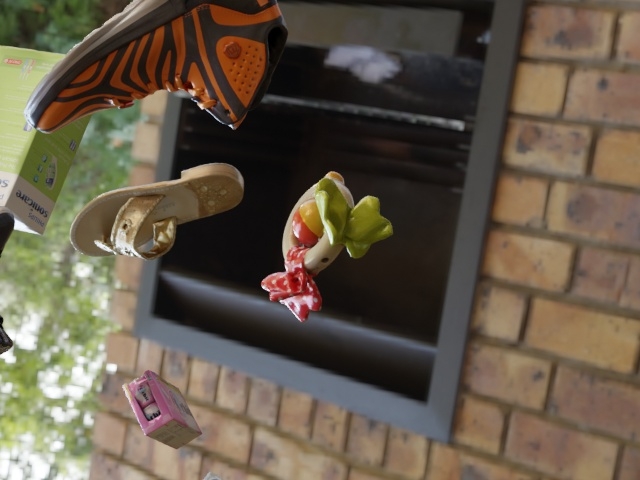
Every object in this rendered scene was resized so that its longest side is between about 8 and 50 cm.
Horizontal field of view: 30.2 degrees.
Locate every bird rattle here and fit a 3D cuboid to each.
[{"bbox_3d":[0.000,0.000,1.973,0.143,0.253,0.207,19,-145,-24],"label":"bird rattle"}]

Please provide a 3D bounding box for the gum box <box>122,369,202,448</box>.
[{"bbox_3d":[-0.297,0.318,2.220,0.062,0.107,0.188,-31,158,0],"label":"gum box"}]

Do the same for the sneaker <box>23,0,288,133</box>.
[{"bbox_3d":[-0.176,-0.178,1.337,0.321,0.180,0.124,-34,-169,19],"label":"sneaker"}]

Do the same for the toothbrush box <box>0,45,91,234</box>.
[{"bbox_3d":[-0.525,-0.174,1.991,0.206,0.283,0.122,10,160,25],"label":"toothbrush box"}]

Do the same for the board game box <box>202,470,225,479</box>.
[{"bbox_3d":[-0.058,0.450,1.430,0.336,0.079,0.254,33,-159,5],"label":"board game box"}]

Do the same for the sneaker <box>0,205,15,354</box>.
[{"bbox_3d":[-0.493,0.076,1.756,0.163,0.226,0.086,39,-176,23],"label":"sneaker"}]

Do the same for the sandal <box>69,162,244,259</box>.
[{"bbox_3d":[-0.203,-0.017,1.408,0.240,0.088,0.079,-21,-142,17],"label":"sandal"}]
